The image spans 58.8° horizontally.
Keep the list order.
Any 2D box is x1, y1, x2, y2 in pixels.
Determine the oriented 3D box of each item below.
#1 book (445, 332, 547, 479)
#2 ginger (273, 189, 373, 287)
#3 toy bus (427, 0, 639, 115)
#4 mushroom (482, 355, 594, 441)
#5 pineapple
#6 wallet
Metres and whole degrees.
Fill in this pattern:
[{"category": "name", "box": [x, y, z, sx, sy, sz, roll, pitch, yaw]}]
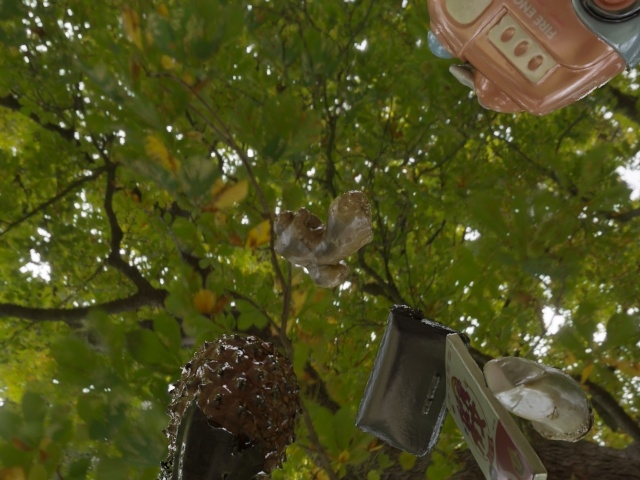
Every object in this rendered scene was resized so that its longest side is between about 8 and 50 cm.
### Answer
[{"category": "book", "box": [0.224, 0.258, 0.761, 0.022, 0.162, 0.231, -14, -144, -9]}, {"category": "ginger", "box": [-0.004, -0.009, 0.784, 0.133, 0.214, 0.059, 43, -125, 12]}, {"category": "toy bus", "box": [0.264, -0.292, 0.730, 0.287, 0.232, 0.194, 48, -152, 9]}, {"category": "mushroom", "box": [0.224, 0.156, 0.580, 0.071, 0.209, 0.084, -28, -125, 22]}, {"category": "pineapple", "box": [-0.109, 0.234, 0.537, 0.166, 0.165, 0.364, 14, -157, 1]}, {"category": "wallet", "box": [0.156, 0.240, 0.969, 0.149, 0.044, 0.250, 22, -77, 18]}]
